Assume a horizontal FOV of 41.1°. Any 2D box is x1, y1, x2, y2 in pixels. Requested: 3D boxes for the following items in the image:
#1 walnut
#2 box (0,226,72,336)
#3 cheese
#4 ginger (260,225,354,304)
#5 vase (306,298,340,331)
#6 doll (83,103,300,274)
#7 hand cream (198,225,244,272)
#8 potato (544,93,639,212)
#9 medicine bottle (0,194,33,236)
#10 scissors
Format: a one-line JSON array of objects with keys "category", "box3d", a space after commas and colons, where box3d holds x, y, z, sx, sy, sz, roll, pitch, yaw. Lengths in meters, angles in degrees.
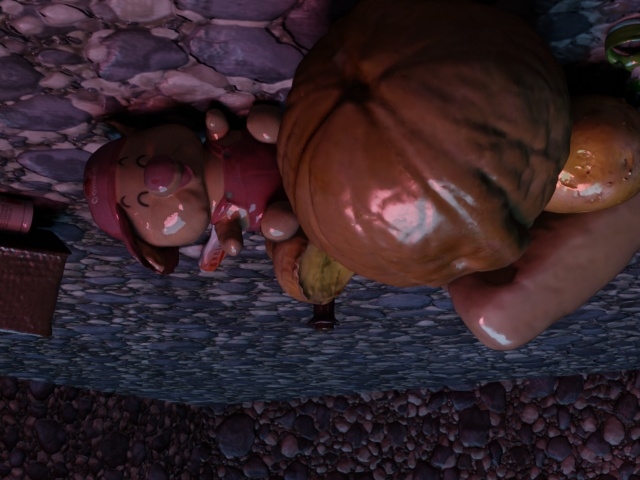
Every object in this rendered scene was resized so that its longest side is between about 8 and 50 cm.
[{"category": "walnut", "box3d": [0.103, -0.089, 0.819, 0.252, 0.277, 0.313, 26, -177, 33]}, {"category": "box", "box3d": [-0.551, 0.044, 1.327, 0.273, 0.143, 0.184, 12, -171, -32]}, {"category": "cheese", "box3d": [0.313, -0.016, 1.223, 0.328, 0.129, 0.351, -33, -161, 5]}, {"category": "ginger", "box3d": [0.000, 0.000, 1.176, 0.190, 0.126, 0.354, 10, -169, 3]}, {"category": "vase", "box3d": [0.006, 0.059, 1.402, 0.120, 0.183, 0.120, -1, 162, 0]}, {"category": "doll", "box3d": [-0.156, -0.064, 1.027, 0.256, 0.196, 0.152, -6, 144, -2]}, {"category": "hand cream", "box3d": [-0.181, 0.013, 1.519, 0.052, 0.038, 0.216, -22, 168, -26]}, {"category": "potato", "box3d": [0.301, -0.094, 0.976, 0.150, 0.146, 0.234, 25, -174, 9]}, {"category": "medicine bottle", "box3d": [-0.491, -0.041, 1.301, 0.091, 0.058, 0.058, 10, 160, -29]}, {"category": "scissors", "box3d": [0.351, -0.176, 0.916, 0.101, 0.027, 0.204, 0, 164, 13]}]
